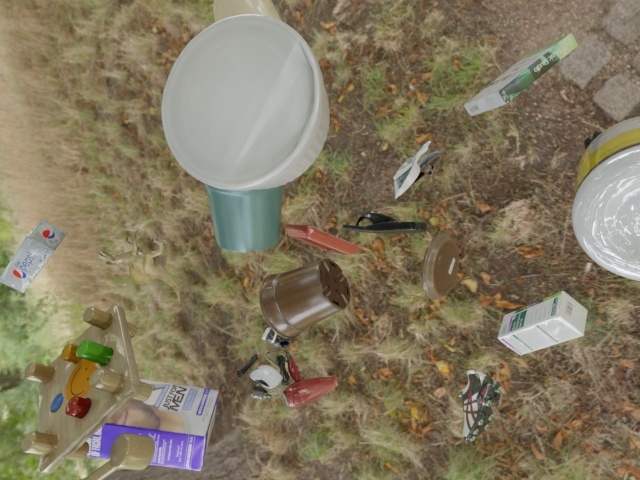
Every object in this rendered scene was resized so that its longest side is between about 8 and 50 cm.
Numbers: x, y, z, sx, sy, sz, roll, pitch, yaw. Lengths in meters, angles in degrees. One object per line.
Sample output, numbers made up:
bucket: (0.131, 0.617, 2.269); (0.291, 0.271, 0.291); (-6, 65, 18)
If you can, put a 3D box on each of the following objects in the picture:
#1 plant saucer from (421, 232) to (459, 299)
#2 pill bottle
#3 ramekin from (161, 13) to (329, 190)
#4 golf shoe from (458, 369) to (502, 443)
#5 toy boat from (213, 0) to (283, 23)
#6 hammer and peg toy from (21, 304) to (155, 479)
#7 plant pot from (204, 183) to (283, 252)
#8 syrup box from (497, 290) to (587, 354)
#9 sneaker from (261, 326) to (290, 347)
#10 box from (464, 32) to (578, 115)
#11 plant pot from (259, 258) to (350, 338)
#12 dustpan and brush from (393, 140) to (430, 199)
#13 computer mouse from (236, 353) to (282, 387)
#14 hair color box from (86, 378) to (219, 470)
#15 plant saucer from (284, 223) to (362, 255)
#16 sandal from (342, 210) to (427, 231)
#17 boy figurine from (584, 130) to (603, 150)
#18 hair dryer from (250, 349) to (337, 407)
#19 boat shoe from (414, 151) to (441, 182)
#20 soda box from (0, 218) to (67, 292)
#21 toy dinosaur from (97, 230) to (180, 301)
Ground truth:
plant saucer: (0.496, 0.108, 1.749); (0.041, 0.278, 0.277); (8, 90, 42)
pill bottle: (0.273, -0.047, 0.360); (0.103, 0.184, 0.103); (14, 119, 27)
ramekin: (-0.108, -0.206, 0.702); (0.273, 0.127, 0.272); (-2, 85, 19)
golf shoe: (0.558, 0.598, 1.552); (0.120, 0.105, 0.272); (31, 114, 48)
toy boat: (-0.213, -0.538, 1.168); (0.318, 0.148, 0.267); (-16, 109, 44)
hammer and peg toy: (-0.477, 0.330, 0.869); (0.266, 0.127, 0.361); (-42, 45, 3)
plant pot: (-0.285, -0.153, 1.658); (0.341, 0.341, 0.334); (30, 128, 45)
syrup box: (0.645, 0.248, 1.264); (0.096, 0.093, 0.237); (38, 145, -2)
sneaker: (-0.193, 0.450, 2.014); (0.121, 0.217, 0.079); (28, 96, 6)
box: (0.690, -0.571, 1.505); (0.322, 0.058, 0.232); (-40, 11, -3)
plant pot: (-0.029, 0.130, 1.021); (0.165, 0.167, 0.167); (-26, 66, 29)
dustpan and brush: (0.315, -0.257, 1.493); (0.211, 0.060, 0.147); (-41, 21, 28)
computer mouse: (-0.204, 0.446, 1.466); (0.193, 0.106, 0.042); (4, 119, 45)
hair color box: (-0.440, 0.442, 1.067); (0.185, 0.339, 0.110); (-102, 22, -75)
plant saucer: (0.000, 0.000, 1.759); (0.258, 0.259, 0.047); (8, 78, 64)
sandal: (0.316, -0.091, 2.133); (0.446, 0.167, 0.107); (0, 85, 35)
boy figurine: (0.930, -0.289, 1.225); (0.285, 0.177, 0.092); (-11, 81, 8)
hair dryer: (-0.084, 0.477, 1.508); (0.294, 0.223, 0.080); (11, 130, 13)
boat shoe: (0.481, -0.328, 1.947); (0.183, 0.066, 0.066); (-40, 57, 37)
soda box: (-0.975, 0.055, 1.454); (0.286, 0.091, 0.098); (-38, 30, 30)
toy dinosaur: (-0.313, 0.040, 0.794); (0.183, 0.053, 0.092); (22, 93, 10)
